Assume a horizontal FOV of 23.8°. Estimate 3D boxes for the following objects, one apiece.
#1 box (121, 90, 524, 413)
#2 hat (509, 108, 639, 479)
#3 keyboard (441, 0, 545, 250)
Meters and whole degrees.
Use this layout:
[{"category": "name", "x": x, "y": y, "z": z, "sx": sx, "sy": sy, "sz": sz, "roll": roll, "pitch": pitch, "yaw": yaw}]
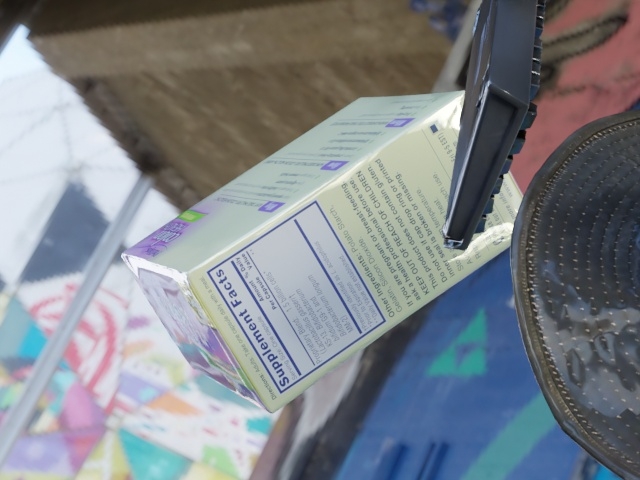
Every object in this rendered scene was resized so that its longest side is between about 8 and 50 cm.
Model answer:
[{"category": "box", "x": 0.000, "y": 0.000, "z": 1.142, "sx": 0.117, "sy": 0.243, "sz": 0.213, "roll": 60, "pitch": -15, "yaw": -13}, {"category": "hat", "x": 0.267, "y": 0.008, "z": 0.758, "sx": 0.331, "sy": 0.331, "sz": 0.134, "roll": 23, "pitch": -36, "yaw": 9}, {"category": "keyboard", "x": 0.076, "y": -0.086, "z": 0.604, "sx": 0.023, "sy": 0.180, "sz": 0.108, "roll": 13, "pitch": -52, "yaw": 1}]
